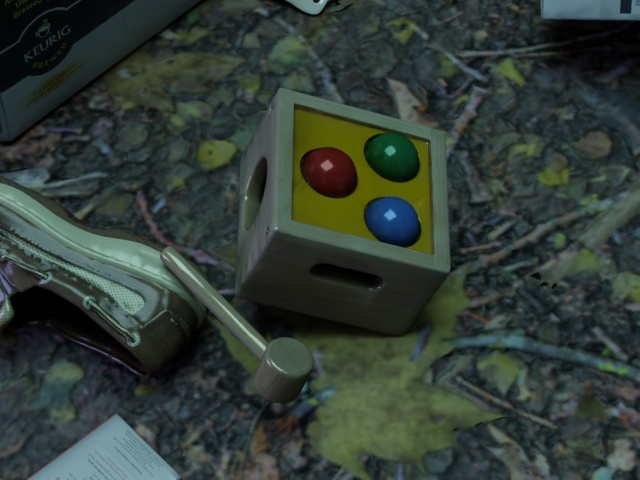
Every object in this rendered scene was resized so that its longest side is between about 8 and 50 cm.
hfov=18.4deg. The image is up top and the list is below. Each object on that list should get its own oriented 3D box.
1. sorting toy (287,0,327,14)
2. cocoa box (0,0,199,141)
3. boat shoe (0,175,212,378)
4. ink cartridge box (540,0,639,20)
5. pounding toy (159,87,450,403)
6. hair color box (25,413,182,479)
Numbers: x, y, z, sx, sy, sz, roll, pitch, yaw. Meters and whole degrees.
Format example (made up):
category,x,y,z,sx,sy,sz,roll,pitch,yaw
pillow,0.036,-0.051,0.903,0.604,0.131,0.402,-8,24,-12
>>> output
category,x,y,z,sx,sy,sz,roll,pitch,yaw
sorting toy,-0.012,-0.219,1.579,0.075,0.045,0.083,45,65,10
cocoa box,-0.202,-0.297,1.527,0.231,0.228,0.347,37,63,27
boat shoe,-0.207,0.023,1.367,0.257,0.095,0.095,19,62,17
ink cartridge box,0.333,-0.220,1.498,0.332,0.065,0.165,1,27,7
pounding toy,-0.009,0.002,1.325,0.181,0.094,0.206,14,50,-16
hair color box,-0.162,0.183,1.268,0.141,0.043,0.072,-36,58,-23
